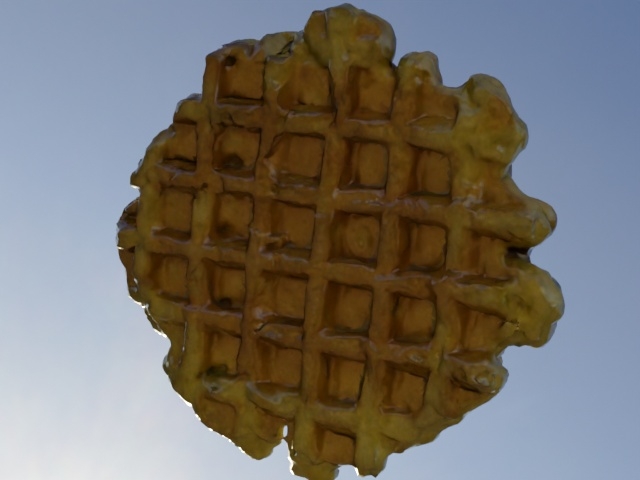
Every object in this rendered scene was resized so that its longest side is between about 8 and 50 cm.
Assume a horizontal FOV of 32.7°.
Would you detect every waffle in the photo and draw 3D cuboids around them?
[{"bbox_3d":[0.000,0.000,0.728,0.325,0.068,0.302,-42,-107,23],"label":"waffle"}]
